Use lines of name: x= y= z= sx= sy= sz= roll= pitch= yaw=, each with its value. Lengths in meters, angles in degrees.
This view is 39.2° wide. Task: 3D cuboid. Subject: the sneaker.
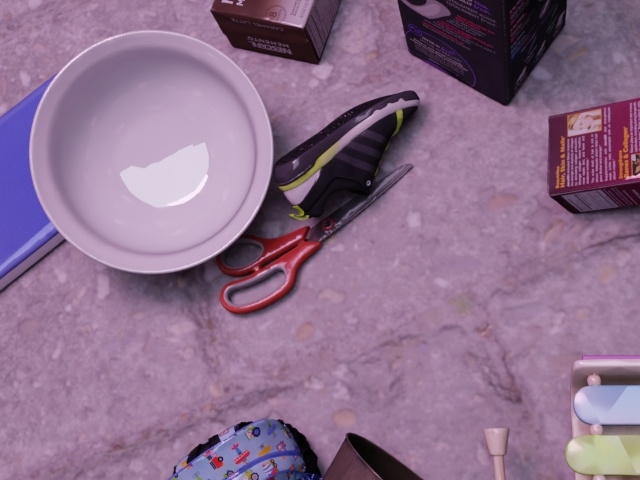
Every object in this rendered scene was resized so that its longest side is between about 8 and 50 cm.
sneaker: x=0.041 y=-0.106 z=1.151 sx=0.234 sy=0.084 sz=0.097 roll=-35 pitch=106 yaw=-20

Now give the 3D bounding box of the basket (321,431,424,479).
basket: x=0.038 y=0.356 z=0.950 sx=0.204 sy=0.154 sz=0.227 roll=38 pitch=93 yaw=-2

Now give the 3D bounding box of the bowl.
bowl: x=-0.209 y=-0.108 z=1.150 sx=0.298 sy=0.134 sz=0.298 roll=0 pitch=91 yaw=-5

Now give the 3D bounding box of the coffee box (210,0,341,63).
coffee box: x=-0.038 y=-0.386 z=1.249 sx=0.141 sy=0.098 sz=0.246 roll=15 pitch=75 yaw=17

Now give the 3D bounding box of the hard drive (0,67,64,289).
hard drive: x=-0.397 y=-0.096 z=1.262 sx=0.318 sy=0.040 sz=0.210 roll=-39 pitch=68 yaw=-2

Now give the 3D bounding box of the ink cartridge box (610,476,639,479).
ink cartridge box: x=0.300 y=0.315 z=0.966 sx=0.207 sy=0.046 sz=0.097 roll=-21 pitch=70 yaw=5

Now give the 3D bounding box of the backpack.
backpack: x=-0.084 y=0.271 z=0.998 sx=0.158 sy=0.173 sz=0.117 roll=-33 pitch=68 yaw=-1

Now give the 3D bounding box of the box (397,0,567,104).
box: x=0.194 y=-0.310 z=1.079 sx=0.165 sy=0.270 sz=0.143 roll=33 pitch=82 yaw=20

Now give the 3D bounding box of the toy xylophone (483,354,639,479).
toy xylophone: x=0.292 y=0.280 z=0.910 sx=0.236 sy=0.081 sz=0.323 roll=-10 pitch=72 yaw=9

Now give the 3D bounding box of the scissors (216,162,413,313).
scissors: x=0.000 y=0.000 z=1.155 sx=0.297 sy=0.021 sz=0.109 roll=-23 pitch=63 yaw=2

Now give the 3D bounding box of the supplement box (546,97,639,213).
supplement box: x=0.365 y=-0.101 z=1.038 sx=0.188 sy=0.081 sz=0.104 roll=-8 pitch=69 yaw=35
